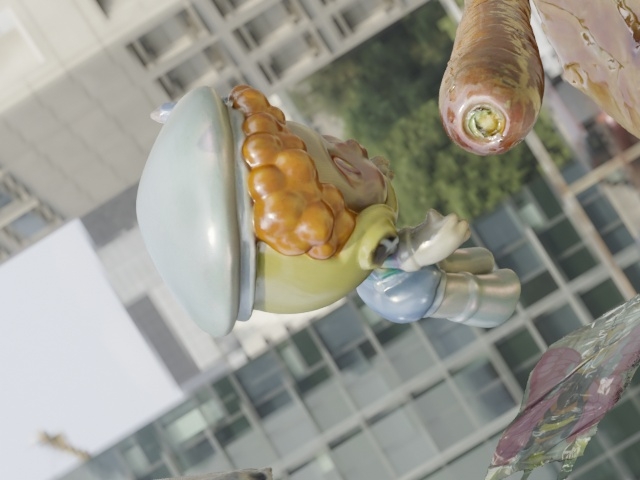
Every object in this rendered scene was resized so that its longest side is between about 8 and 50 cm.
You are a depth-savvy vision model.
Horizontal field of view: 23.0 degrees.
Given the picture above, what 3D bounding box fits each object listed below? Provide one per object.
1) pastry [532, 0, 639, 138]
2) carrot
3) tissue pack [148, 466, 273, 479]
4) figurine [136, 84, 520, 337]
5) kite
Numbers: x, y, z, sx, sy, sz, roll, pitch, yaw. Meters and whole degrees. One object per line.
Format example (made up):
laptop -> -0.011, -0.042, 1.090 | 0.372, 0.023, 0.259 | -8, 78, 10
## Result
pastry -> 0.395, -0.288, 1.650 | 0.409, 0.245, 0.409 | 45, 152, 32
carrot -> 0.103, -0.117, 0.932 | 0.059, 0.059, 0.248 | 57, -159, -22
tissue pack -> -0.209, 0.270, 1.142 | 0.259, 0.361, 0.122 | -72, -27, -75
figurine -> 0.014, 0.015, 1.366 | 0.382, 0.205, 0.224 | 25, -165, -23
kite -> 0.191, 0.182, 1.350 | 0.204, 0.360, 0.022 | -15, -129, -42
